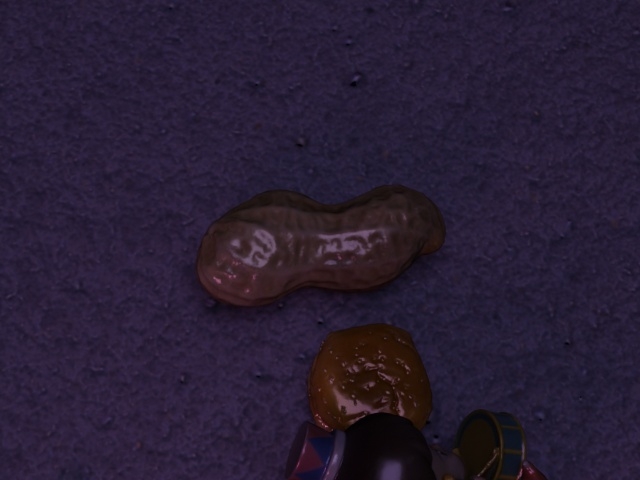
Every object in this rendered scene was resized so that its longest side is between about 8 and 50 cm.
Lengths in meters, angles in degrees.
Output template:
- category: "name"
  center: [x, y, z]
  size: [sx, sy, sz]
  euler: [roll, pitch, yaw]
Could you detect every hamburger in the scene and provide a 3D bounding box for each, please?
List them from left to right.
- category: "hamburger"
  center: [0.054, 0.169, 1.741]
  size: [0.138, 0.083, 0.147]
  euler: [-12, 68, -10]

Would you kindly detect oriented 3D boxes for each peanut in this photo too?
- category: "peanut"
  center: [0.000, 0.000, 1.777]
  size: [0.298, 0.120, 0.136]
  euler: [-7, 76, -11]

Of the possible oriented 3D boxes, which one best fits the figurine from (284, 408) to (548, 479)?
- category: "figurine"
  center: [0.098, 0.254, 1.640]
  size: [0.276, 0.161, 0.158]
  euler: [9, 75, -31]
